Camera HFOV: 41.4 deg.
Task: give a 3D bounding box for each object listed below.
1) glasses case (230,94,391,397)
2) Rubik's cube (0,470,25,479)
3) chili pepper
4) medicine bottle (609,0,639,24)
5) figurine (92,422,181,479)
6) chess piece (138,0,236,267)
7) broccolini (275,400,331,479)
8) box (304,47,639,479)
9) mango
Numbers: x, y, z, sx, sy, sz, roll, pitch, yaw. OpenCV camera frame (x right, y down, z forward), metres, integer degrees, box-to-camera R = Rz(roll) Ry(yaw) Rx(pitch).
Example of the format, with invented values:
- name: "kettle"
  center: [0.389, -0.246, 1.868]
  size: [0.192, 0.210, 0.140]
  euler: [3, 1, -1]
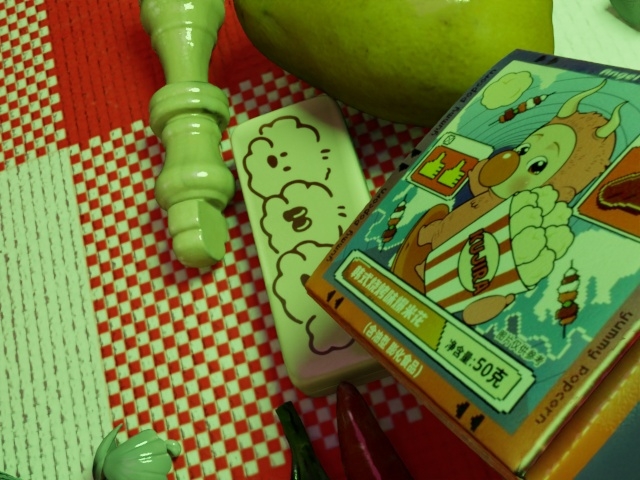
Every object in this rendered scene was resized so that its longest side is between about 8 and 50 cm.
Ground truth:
- name: "glasses case"
  center: [0.000, 0.000, 0.967]
  size: [0.144, 0.076, 0.337]
  euler: [-19, 64, 5]
- name: "Rubik's cube"
  center: [-0.414, 0.316, 0.876]
  size: [0.187, 0.182, 0.184]
  euler: [14, 72, 19]
- name: "chili pepper"
  center: [0.076, 0.266, 0.841]
  size: [0.071, 0.063, 0.272]
  euler: [-34, 66, 11]
- name: "medicine bottle"
  center: [0.410, -0.321, 1.001]
  size: [0.130, 0.080, 0.080]
  euler: [-42, 64, -5]
- name: "figurine"
  center: [-0.202, 0.250, 0.920]
  size: [0.086, 0.082, 0.094]
  euler: [11, 80, 0]
- name: "chess piece"
  center: [-0.161, -0.155, 1.059]
  size: [0.117, 0.117, 0.397]
  euler: [-12, 67, 9]
- name: "broccolini"
  center: [0.002, 0.258, 0.875]
  size: [0.068, 0.091, 0.203]
  euler: [11, 48, -27]
- name: "box"
  center: [0.223, 0.046, 0.699]
  size: [0.318, 0.257, 0.348]
  euler: [-47, 30, -2]
- name: "mango"
  center: [0.082, -0.250, 0.961]
  size: [0.378, 0.264, 0.221]
  euler: [15, 116, 24]
